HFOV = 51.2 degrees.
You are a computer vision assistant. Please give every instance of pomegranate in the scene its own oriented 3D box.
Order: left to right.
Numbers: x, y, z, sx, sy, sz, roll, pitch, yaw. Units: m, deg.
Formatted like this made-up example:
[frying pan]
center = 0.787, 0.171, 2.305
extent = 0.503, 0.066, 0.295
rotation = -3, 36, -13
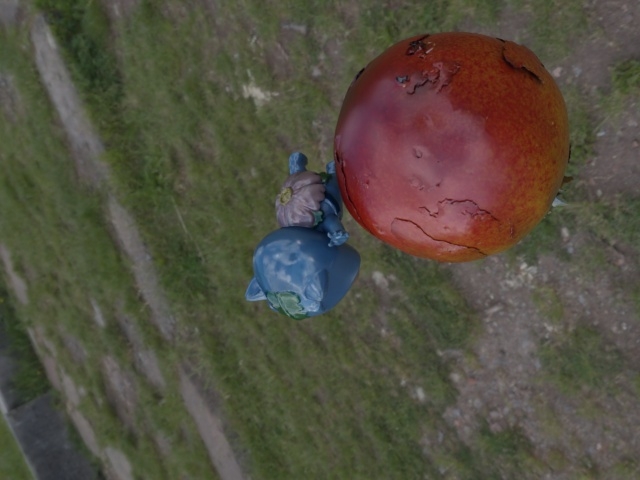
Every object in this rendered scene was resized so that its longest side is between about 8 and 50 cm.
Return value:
[pomegranate]
center = 0.124, -0.080, 0.606
extent = 0.210, 0.235, 0.210
rotation = -26, 54, 42

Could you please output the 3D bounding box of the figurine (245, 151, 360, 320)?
[figurine]
center = -0.003, 0.001, 0.704
extent = 0.114, 0.178, 0.144
rotation = -1, 159, 22
